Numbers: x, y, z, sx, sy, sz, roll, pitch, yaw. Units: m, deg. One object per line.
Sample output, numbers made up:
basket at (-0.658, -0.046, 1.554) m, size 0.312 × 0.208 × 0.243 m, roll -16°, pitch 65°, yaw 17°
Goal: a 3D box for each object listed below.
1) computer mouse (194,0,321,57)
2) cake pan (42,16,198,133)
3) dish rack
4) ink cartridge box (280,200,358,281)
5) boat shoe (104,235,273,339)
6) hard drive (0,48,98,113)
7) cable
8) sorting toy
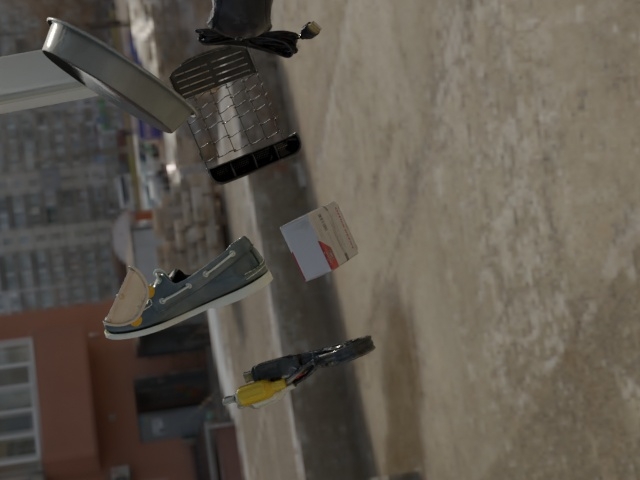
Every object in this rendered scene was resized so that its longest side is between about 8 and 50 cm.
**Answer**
computer mouse at (-0.083, -0.314, 1.615) m, size 0.262 × 0.184 × 0.060 m, roll 147°, pitch 125°, yaw -75°
cake pan at (-0.342, -0.268, 1.833) m, size 0.054 × 0.293 × 0.293 m, roll -59°, pitch 9°, yaw -5°
dish rack at (-0.184, -0.268, 2.269) m, size 0.272 × 0.208 × 0.074 m, roll 67°, pitch 163°, yaw -3°
ink cartridge box at (0.000, 0.000, 1.776) m, size 0.099 × 0.056 × 0.135 m, roll 65°, pitch -157°, yaw -2°
boat shoe at (-0.243, 0.082, 1.905) m, size 0.116 × 0.319 × 0.099 m, roll -67°, pitch -45°, yaw -72°
hard drive at (-0.604, -0.312, 2.160) m, size 0.203 × 0.307 × 0.040 m, roll -116°, pitch 16°, yaw -53°
cable at (-0.014, 0.206, 1.710) m, size 0.139 × 0.287 × 0.072 m, roll -8°, pitch -98°, yaw -56°
sorting toy at (-0.257, 0.078, 1.453) m, size 0.083 × 0.044 × 0.075 m, roll -66°, pitch 22°, yaw -8°
